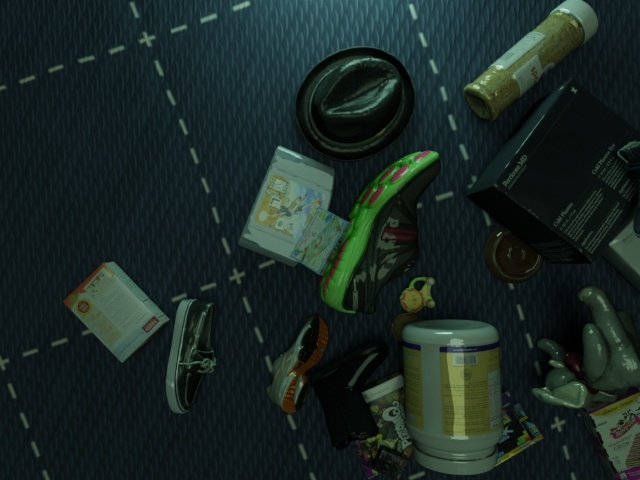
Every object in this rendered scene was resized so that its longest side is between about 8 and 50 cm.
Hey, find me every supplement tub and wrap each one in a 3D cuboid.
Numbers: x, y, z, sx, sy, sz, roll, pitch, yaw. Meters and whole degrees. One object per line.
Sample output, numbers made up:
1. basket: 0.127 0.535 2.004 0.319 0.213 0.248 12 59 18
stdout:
1. supplement tub: 0.329 0.377 1.147 0.241 0.241 0.330 -2 87 0

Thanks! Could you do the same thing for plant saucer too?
1. plant saucer: 0.542 0.037 1.264 0.169 0.029 0.168 0 90 0
2. plant saucer: 0.241 0.243 1.273 0.084 0.015 0.083 0 90 -1

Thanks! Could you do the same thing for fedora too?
1. fedora: 0.094 -0.373 1.192 0.335 0.152 0.333 0 91 0

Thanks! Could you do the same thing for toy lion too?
1. toy lion: 0.268 0.151 1.266 0.096 0.034 0.100 -1 91 7

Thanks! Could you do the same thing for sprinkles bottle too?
1. sprinkles bottle: 0.551 -0.474 1.207 0.355 0.121 0.121 -40 91 1

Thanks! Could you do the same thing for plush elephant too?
1. plush elephant: 0.688 0.323 1.181 0.256 0.272 0.329 -30 53 35

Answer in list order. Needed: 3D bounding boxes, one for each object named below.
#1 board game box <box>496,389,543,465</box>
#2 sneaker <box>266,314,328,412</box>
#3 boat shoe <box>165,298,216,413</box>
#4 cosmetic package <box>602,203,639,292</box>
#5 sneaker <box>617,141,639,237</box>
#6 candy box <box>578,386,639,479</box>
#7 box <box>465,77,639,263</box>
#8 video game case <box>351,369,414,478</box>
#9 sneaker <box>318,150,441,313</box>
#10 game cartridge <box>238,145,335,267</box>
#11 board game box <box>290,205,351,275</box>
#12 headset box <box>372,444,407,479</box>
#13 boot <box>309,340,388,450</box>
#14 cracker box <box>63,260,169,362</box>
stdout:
1. board game box: 0.482 0.512 1.230 0.170 0.048 0.141 -32 58 0
2. sneaker: -0.075 0.320 1.237 0.099 0.121 0.262 39 67 -38
3. boat shoe: -0.333 0.314 1.226 0.105 0.113 0.305 4 82 14
4. cosmetic package: 0.981 -0.025 1.229 0.377 0.097 0.284 -45 93 1
5. sneaker: 0.736 -0.131 1.037 0.163 0.086 0.226 37 75 -13
6. candy box: 0.838 0.537 1.253 0.159 0.071 0.233 -25 91 1
7. box: 0.621 -0.165 1.171 0.313 0.179 0.343 38 85 -2
8. video game case: 0.177 0.510 1.266 0.210 0.042 0.231 -24 91 2
9. sneaker: 0.178 -0.020 1.211 0.202 0.185 0.482 30 94 -19
10. game cartridge: -0.080 -0.087 1.248 0.198 0.062 0.297 22 91 4
11. board game box: 0.000 0.000 1.186 0.104 0.026 0.154 31 92 31
12. headset box: 0.190 0.601 1.231 0.083 0.032 0.062 23 93 1
13. boot: 0.108 0.406 1.195 0.247 0.094 0.207 -30 59 6
14. cracker box: -0.554 0.193 1.245 0.156 0.067 0.232 -43 90 1
